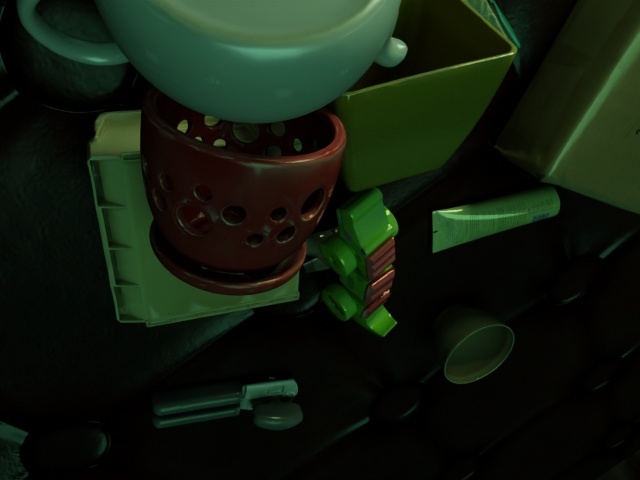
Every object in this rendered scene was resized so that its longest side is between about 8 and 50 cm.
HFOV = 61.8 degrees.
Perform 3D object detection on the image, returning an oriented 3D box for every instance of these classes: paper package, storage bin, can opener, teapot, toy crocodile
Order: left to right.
[{"bbox_3d":[-0.157,-0.034,0.724,0.260,0.123,0.263,-8,127,-19],"label":"storage bin"},{"bbox_3d":[-0.167,0.306,0.992,0.280,0.093,0.074,1,124,-20],"label":"can opener"},{"bbox_3d":[-0.067,-0.196,0.447,0.256,0.187,0.253,39,70,-1],"label":"teapot"},{"bbox_3d":[0.074,0.048,0.861,0.115,0.105,0.341,-36,148,-23],"label":"toy crocodile"},{"bbox_3d":[0.500,-0.220,0.831,0.309,0.168,0.325,15,117,-19],"label":"paper package"}]

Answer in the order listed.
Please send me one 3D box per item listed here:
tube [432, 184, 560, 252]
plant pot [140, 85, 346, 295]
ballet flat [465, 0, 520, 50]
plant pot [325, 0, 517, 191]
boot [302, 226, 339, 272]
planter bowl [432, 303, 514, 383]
[{"bbox_3d":[0.315,-0.046,0.980,0.239,0.062,0.070,-16,85,-7],"label":"tube"},{"bbox_3d":[-0.086,-0.052,0.540,0.190,0.191,0.174,0,126,-25],"label":"plant pot"},{"bbox_3d":[0.222,-0.319,0.747,0.052,0.057,0.168,-25,133,31],"label":"ballet flat"},{"bbox_3d":[0.079,-0.189,0.677,0.212,0.212,0.187,-18,143,-12],"label":"plant pot"},{"bbox_3d":[0.000,0.000,0.878,0.086,0.042,0.119,-28,132,-13],"label":"boot"},{"bbox_3d":[0.301,0.202,1.114,0.161,0.109,0.162,-13,127,-17],"label":"planter bowl"}]
